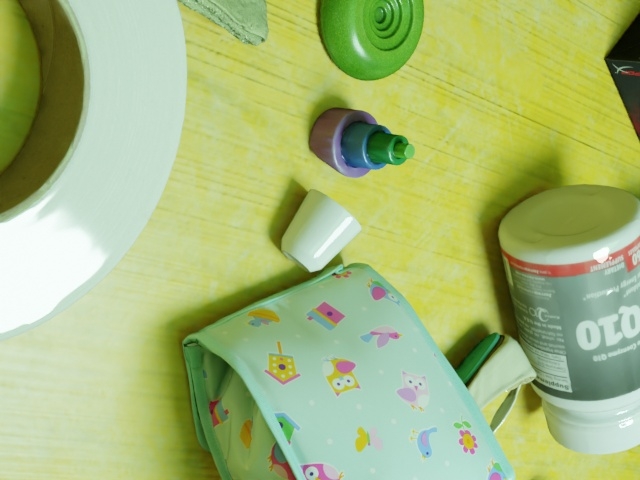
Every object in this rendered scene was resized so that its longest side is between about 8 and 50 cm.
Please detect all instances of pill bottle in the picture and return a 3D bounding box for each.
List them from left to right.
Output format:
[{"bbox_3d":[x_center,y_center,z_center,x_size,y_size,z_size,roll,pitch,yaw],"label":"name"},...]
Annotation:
[{"bbox_3d":[0.307,0.093,1.304,0.161,0.161,0.283,-34,121,-32],"label":"pill bottle"}]

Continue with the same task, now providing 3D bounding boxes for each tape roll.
[{"bbox_3d":[-0.270,-0.113,0.797,0.392,0.072,0.392,-13,109,-40],"label":"tape roll"}]

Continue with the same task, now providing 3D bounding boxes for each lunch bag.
[{"bbox_3d":[0.013,0.163,1.054,0.223,0.160,0.262,-22,79,-35],"label":"lunch bag"}]

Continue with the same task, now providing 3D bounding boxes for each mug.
[{"bbox_3d":[0.000,-0.001,1.077,0.078,0.062,0.064,44,78,-32],"label":"mug"}]

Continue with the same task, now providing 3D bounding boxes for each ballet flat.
[{"bbox_3d":[0.146,0.196,1.229,0.248,0.086,0.086,-38,123,-28],"label":"ballet flat"}]

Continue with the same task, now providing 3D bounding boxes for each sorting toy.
[{"bbox_3d":[0.091,-0.232,1.056,0.127,0.126,0.365,14,90,-43],"label":"sorting toy"}]

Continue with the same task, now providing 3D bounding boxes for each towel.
[{"bbox_3d":[-0.085,-0.226,0.922,0.148,0.027,0.110,18,67,-63],"label":"towel"}]

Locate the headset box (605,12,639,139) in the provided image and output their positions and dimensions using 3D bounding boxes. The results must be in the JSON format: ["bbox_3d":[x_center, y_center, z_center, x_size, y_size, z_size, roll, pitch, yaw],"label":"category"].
[{"bbox_3d":[0.509,-0.140,1.391,0.110,0.218,0.293,-51,129,-20],"label":"headset box"}]
